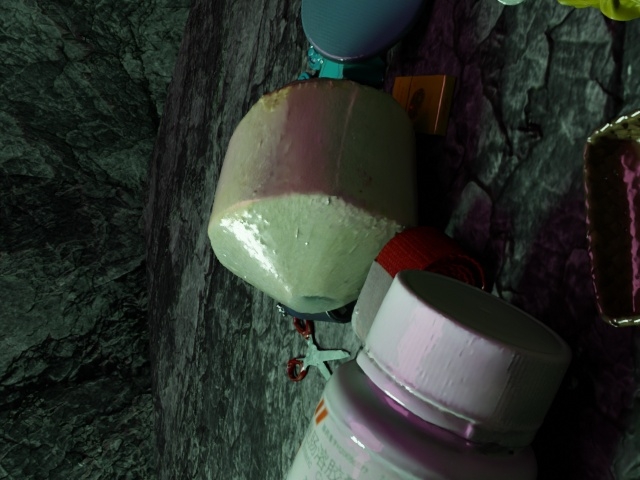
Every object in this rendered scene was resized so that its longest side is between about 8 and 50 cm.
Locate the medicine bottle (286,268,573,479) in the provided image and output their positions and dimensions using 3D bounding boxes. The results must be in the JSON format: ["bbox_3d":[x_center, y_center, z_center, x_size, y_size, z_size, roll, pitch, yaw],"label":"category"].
[{"bbox_3d":[0.114,0.207,0.791,0.302,0.241,0.241,-68,26,12],"label":"medicine bottle"}]

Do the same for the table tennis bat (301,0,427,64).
[{"bbox_3d":[0.090,-0.433,1.162,0.215,0.044,0.329,29,94,29],"label":"table tennis bat"}]

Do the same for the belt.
[{"bbox_3d":[0.122,0.082,0.952,0.201,0.127,0.124,-70,25,17],"label":"belt"}]

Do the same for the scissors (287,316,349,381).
[{"bbox_3d":[-0.007,0.218,1.371,0.247,0.017,0.145,-164,81,-66],"label":"scissors"}]

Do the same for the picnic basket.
[{"bbox_3d":[0.295,-0.019,0.662,0.110,0.054,0.194,155,119,-63],"label":"picnic basket"}]

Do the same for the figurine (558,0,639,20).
[{"bbox_3d":[0.328,-0.199,0.513,0.315,0.187,0.168,53,134,49],"label":"figurine"}]

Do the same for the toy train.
[{"bbox_3d":[0.032,-0.276,1.308,0.154,0.107,0.198,63,141,41],"label":"toy train"}]

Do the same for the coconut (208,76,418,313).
[{"bbox_3d":[-0.004,-0.045,1.057,0.297,0.297,0.310,136,148,-57],"label":"coconut"}]

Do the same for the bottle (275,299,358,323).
[{"bbox_3d":[-0.007,0.108,1.329,0.072,0.082,0.244,56,158,-11],"label":"bottle"}]

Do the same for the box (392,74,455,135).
[{"bbox_3d":[0.149,-0.205,1.108,0.155,0.023,0.087,-152,73,-66],"label":"box"}]

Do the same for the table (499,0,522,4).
[{"bbox_3d":[0.202,-0.397,0.878,0.167,0.166,0.198,-110,27,-47],"label":"table"}]
